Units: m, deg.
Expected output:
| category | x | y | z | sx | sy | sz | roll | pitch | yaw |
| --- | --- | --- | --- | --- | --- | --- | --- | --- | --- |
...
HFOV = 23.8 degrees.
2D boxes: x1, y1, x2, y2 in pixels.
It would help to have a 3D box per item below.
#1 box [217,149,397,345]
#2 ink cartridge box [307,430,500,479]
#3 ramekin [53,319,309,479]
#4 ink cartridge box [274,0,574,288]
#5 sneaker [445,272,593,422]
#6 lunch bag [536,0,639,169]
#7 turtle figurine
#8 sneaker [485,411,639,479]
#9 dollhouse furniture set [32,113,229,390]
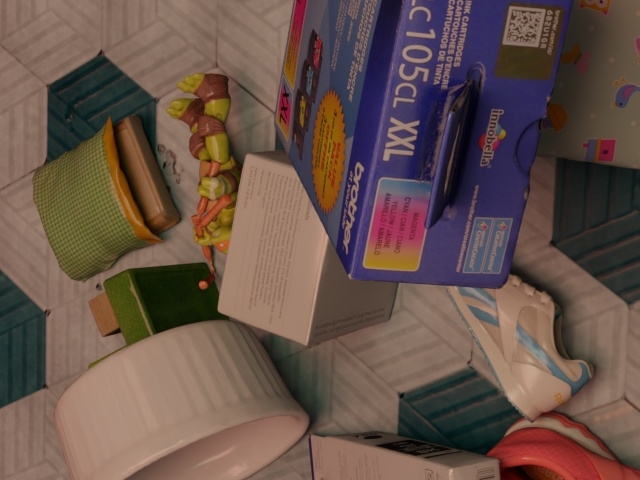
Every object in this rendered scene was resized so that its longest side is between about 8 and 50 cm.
| category | x | y | z | sx | sy | sz | roll | pitch | yaw |
| --- | --- | --- | --- | --- | --- | --- | --- | --- | --- |
| box | 0.000 | 0.000 | 1.629 | 0.119 | 0.181 | 0.181 | 19 | 105 | 29 |
| ink cartridge box | 0.088 | 0.296 | 1.623 | 0.333 | 0.065 | 0.165 | 1 | 97 | 64 |
| ramekin | -0.164 | 0.203 | 1.708 | 0.277 | 0.277 | 0.135 | -37 | 68 | 29 |
| ink cartridge box | 0.083 | -0.136 | 1.319 | 0.395 | 0.151 | 0.270 | -120 | 36 | -60 |
| sneaker | 0.196 | 0.071 | 1.582 | 0.092 | 0.087 | 0.228 | -33 | 75 | 10 |
| lunch bag | 0.252 | -0.209 | 1.418 | 0.224 | 0.160 | 0.262 | 6 | 104 | -8 |
| turtle figurine | -0.113 | -0.075 | 1.711 | 0.087 | 0.269 | 0.217 | -10 | 74 | -8 |
| sneaker | 0.297 | 0.278 | 1.501 | 0.314 | 0.136 | 0.115 | 22 | 107 | 28 |
| dollhouse furniture set | -0.272 | 0.014 | 1.819 | 0.198 | 0.151 | 0.301 | -28 | 80 | 31 |
